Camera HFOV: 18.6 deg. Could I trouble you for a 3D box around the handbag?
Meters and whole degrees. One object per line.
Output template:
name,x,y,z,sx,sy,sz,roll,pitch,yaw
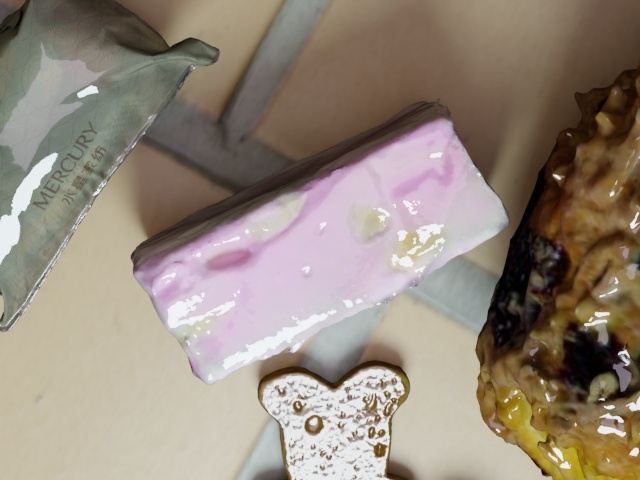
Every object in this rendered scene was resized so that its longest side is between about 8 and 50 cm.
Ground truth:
handbag,-0.226,-0.086,1.471,0.182,0.117,0.270,37,96,1

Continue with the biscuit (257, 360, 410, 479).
biscuit,0.011,0.198,1.559,0.138,0.031,0.205,-5,98,-1

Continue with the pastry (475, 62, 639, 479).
pastry,0.293,0.025,1.415,0.405,0.292,0.337,-39,97,-1

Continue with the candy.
candy,0.000,0.000,1.468,0.265,0.155,0.116,-26,95,1
